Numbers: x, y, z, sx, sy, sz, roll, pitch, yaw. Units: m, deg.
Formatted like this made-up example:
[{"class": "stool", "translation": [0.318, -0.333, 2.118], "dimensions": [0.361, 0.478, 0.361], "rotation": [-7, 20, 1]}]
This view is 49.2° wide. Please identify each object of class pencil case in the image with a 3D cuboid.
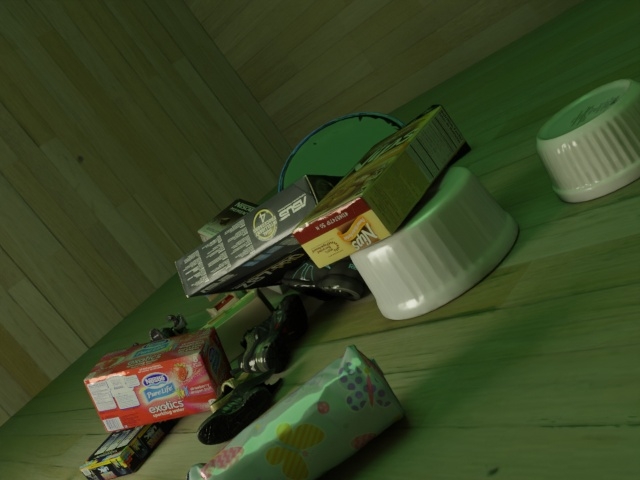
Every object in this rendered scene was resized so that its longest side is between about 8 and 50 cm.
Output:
[{"class": "pencil case", "translation": [-0.027, 0.249, 0.868], "dimensions": [0.273, 0.113, 0.124], "rotation": [-38, -8, -2]}]

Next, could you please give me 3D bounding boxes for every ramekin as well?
[{"class": "ramekin", "translation": [0.180, -0.004, 1.192], "dimensions": [0.277, 0.135, 0.277], "rotation": [-35, 11, 8]}, {"class": "ramekin", "translation": [0.443, -0.164, 1.108], "dimensions": [0.207, 0.109, 0.207], "rotation": [-35, 11, 8]}]

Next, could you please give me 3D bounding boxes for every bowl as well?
[{"class": "bowl", "translation": [0.072, -0.157, 1.723], "dimensions": [0.391, 0.077, 0.391], "rotation": [-15, 52, 19]}]

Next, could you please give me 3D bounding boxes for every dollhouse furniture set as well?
[{"class": "dollhouse furniture set", "translation": [-0.263, 0.121, 2.030], "dimensions": [0.183, 0.129, 0.129], "rotation": [-41, 12, -22]}]

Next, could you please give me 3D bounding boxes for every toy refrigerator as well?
[{"class": "toy refrigerator", "translation": [-0.228, 0.225, 1.606], "dimensions": [0.269, 0.094, 0.102], "rotation": [-37, 12, 1]}]

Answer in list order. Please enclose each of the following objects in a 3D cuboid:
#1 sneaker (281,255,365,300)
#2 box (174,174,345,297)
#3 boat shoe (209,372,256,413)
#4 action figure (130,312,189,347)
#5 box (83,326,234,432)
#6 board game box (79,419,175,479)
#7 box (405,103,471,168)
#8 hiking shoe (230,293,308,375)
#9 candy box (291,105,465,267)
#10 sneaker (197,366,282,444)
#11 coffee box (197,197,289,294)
[{"class": "sneaker", "translation": [0.015, 0.066, 1.448], "dimensions": [0.267, 0.101, 0.106], "rotation": [-4, 65, 56]}, {"class": "box", "translation": [-0.060, -0.008, 1.469], "dimensions": [0.395, 0.097, 0.318], "rotation": [-30, -17, 32]}, {"class": "boat shoe", "translation": [-0.163, 0.282, 1.307], "dimensions": [0.050, 0.045, 0.135], "rotation": [-31, 13, 28]}, {"class": "action figure", "translation": [-0.472, 0.295, 2.057], "dimensions": [0.185, 0.099, 0.285], "rotation": [-47, 8, -2]}, {"class": "box", "translation": [-0.320, 0.279, 1.409], "dimensions": [0.257, 0.128, 0.122], "rotation": [-15, 17, 12]}, {"class": "board game box", "translation": [-0.398, 0.424, 1.441], "dimensions": [0.170, 0.048, 0.141], "rotation": [-27, 13, 40]}, {"class": "box", "translation": [0.274, -0.246, 1.836], "dimensions": [0.180, 0.147, 0.077], "rotation": [-36, 11, 0]}, {"class": "hiking shoe", "translation": [-0.103, 0.180, 1.382], "dimensions": [0.114, 0.086, 0.227], "rotation": [-12, 22, 24]}, {"class": "candy box", "translation": [0.106, -0.096, 1.212], "dimensions": [0.183, 0.087, 0.316], "rotation": [-26, 17, 46]}, {"class": "sneaker", "translation": [-0.139, 0.286, 1.216], "dimensions": [0.170, 0.051, 0.089], "rotation": [-34, 11, -7]}, {"class": "coffee box", "translation": [-0.165, 0.009, 1.883], "dimensions": [0.297, 0.119, 0.168], "rotation": [21, 53, 39]}]
